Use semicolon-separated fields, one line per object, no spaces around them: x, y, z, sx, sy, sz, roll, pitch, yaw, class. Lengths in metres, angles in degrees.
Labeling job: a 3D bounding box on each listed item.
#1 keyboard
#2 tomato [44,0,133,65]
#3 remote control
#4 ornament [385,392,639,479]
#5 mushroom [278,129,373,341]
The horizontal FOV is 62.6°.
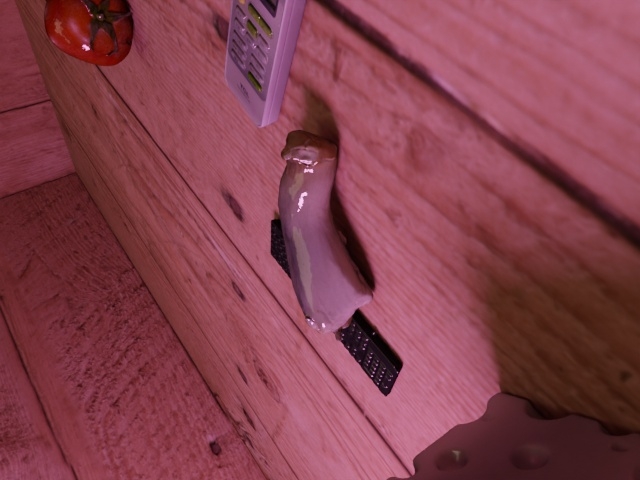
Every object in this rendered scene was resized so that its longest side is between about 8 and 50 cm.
0.012;0.094;0.797;0.309;0.018;0.101;49;152;27;keyboard
-0.444;-0.419;1.004;0.167;0.167;0.167;43;148;36;tomato
-0.068;-0.245;0.610;0.103;0.034;0.250;55;153;15;remote control
0.190;0.307;0.417;0.240;0.240;0.239;-3;110;63;ornament
-0.001;0.001;0.653;0.096;0.099;0.278;14;123;50;mushroom
